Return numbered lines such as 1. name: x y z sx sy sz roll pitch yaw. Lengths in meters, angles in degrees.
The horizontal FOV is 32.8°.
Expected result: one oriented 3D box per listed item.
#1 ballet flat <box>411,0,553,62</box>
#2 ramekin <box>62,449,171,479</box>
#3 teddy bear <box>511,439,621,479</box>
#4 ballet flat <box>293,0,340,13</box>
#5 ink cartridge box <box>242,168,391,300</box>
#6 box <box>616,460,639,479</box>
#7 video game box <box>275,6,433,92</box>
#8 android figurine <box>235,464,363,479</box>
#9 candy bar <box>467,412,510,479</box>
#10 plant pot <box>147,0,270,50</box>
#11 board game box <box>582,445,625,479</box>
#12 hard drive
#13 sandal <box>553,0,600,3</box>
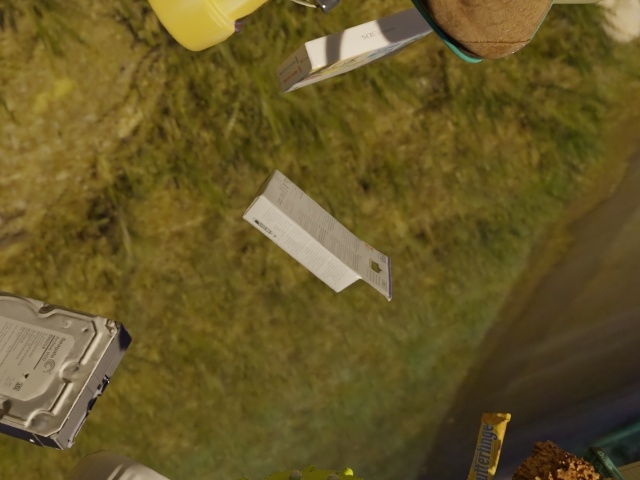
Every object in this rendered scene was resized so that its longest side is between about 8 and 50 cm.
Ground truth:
1. ballet flat: 0.052 -0.278 0.803 0.124 0.342 0.116 -37 -166 45
2. ramekin: -0.183 0.299 1.088 0.109 0.207 0.207 -59 -178 -24
3. teddy bear: 0.325 0.384 1.211 0.113 0.338 0.245 -13 180 40
4. ballet flat: -0.055 -0.479 1.979 0.203 0.074 0.074 30 146 -13
5. ink cartridge box: 0.000 0.000 1.517 0.045 0.224 0.223 -51 -175 12
6. box: 0.552 0.418 1.681 0.311 0.121 0.148 -14 -154 -10
7. video game box: 0.048 -0.291 1.657 0.205 0.048 0.187 -21 -175 -17
8. android figurine: -0.030 0.399 1.638 0.248 0.056 0.273 0 -170 22
9. candy bar: 0.218 0.285 1.431 0.040 0.018 0.161 -3 -147 23
10. plant pot: -0.136 -0.447 1.655 0.239 0.254 0.254 -19 167 16
11. board game box: 0.375 0.403 1.534 0.026 0.126 0.186 10 119 -26
12. hard drive: -0.524 0.211 1.868 0.339 0.237 0.064 13 148 23
13. sandal: 0.337 -0.390 1.671 0.303 0.086 0.120 -7 147 -15
